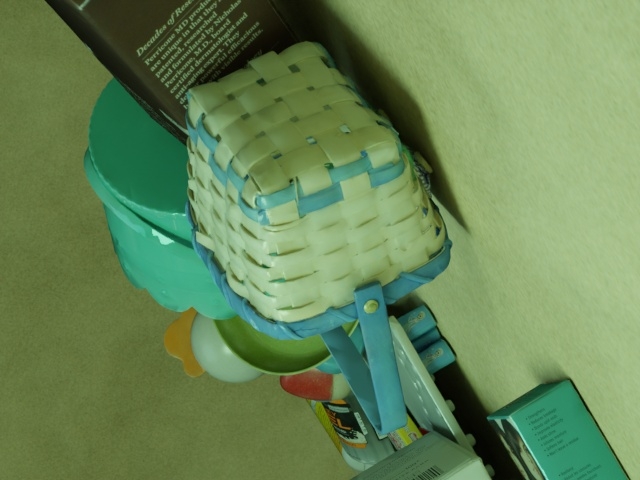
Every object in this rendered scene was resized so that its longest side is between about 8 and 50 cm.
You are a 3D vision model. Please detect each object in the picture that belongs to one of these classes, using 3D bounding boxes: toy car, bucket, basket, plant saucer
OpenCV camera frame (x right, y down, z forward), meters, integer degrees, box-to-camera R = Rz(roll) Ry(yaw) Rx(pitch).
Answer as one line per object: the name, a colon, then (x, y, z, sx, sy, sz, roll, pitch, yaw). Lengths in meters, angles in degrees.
toy car: (-0.074, 0.095, 1.939, 0.219, 0.238, 0.210, 105, 163, -73)
bucket: (-0.113, -0.072, 1.675, 0.281, 0.281, 0.183, 55, 168, 34)
basket: (0.000, 0.000, 1.356, 0.255, 0.201, 0.289, -125, 21, -44)
plant saucer: (-0.031, 0.035, 1.810, 0.037, 0.241, 0.241, 9, -138, -54)

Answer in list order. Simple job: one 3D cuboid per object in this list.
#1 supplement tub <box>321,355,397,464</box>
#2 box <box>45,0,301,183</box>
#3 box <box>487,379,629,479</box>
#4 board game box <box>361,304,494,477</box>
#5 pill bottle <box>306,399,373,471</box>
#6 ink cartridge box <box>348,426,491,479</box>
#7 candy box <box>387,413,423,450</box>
supplement tub: (0.057, 0.204, 2.135, 0.117, 0.117, 0.190, 50, 168, 53)
box: (-0.133, -0.197, 1.400, 0.191, 0.143, 0.381, 41, 174, 32)
box: (0.231, 0.235, 1.293, 0.244, 0.060, 0.100, 60, 173, 4)
board game box: (0.172, 0.262, 1.840, 0.390, 0.050, 0.390, 59, 172, 4)
pill bottle: (0.066, 0.263, 2.300, 0.208, 0.118, 0.117, 54, 170, 40)
ink cartridge box: (0.157, 0.369, 1.656, 0.309, 0.130, 0.272, 60, 174, -5)
candy box: (0.119, 0.262, 1.893, 0.206, 0.027, 0.105, 54, 168, 36)
